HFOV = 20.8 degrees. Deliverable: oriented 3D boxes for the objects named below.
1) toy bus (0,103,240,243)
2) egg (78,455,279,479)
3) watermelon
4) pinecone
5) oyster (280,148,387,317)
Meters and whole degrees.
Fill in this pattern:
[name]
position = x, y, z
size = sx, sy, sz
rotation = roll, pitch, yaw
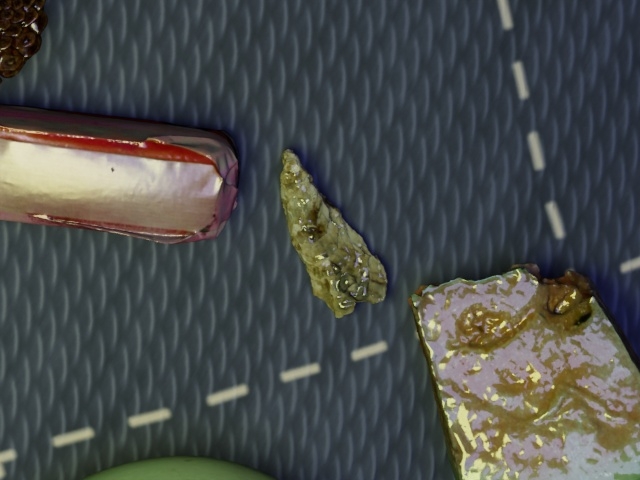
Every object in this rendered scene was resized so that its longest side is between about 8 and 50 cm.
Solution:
[toy bus]
position = -0.238, -0.070, 1.904
size = 0.302, 0.147, 0.127
rotation = 7, 101, -7
[egg]
position = -0.170, 0.375, 1.893
size = 0.389, 0.276, 0.276
rotation = -7, 97, -4
[watermelon]
position = 0.256, 0.168, 2.000
size = 0.264, 0.151, 0.302
rotation = -18, 81, -1
[pinecone]
position = -0.382, -0.229, 1.861
size = 0.163, 0.165, 0.163
rotation = 11, 62, -22
[oyster]
position = 0.001, 0.000, 1.978
size = 0.200, 0.061, 0.106
rotation = 43, 91, -10
